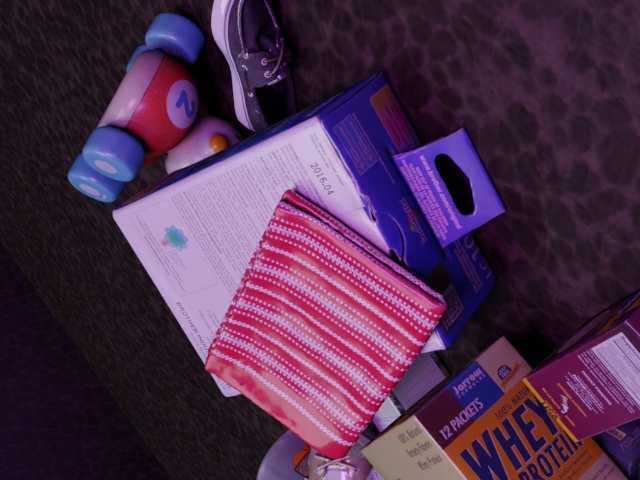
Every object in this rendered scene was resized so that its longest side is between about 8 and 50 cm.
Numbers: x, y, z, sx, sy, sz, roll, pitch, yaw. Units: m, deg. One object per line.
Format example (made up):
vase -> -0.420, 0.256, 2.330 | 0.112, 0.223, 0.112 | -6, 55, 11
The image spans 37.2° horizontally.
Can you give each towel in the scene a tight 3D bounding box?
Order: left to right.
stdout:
towel -> -0.007, 0.099, 0.986 | 0.199, 0.031, 0.275 | 35, 131, 9

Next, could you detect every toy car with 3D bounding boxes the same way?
toy car -> -0.171, -0.132, 1.262 | 0.238, 0.219, 0.210 | 29, 158, -16

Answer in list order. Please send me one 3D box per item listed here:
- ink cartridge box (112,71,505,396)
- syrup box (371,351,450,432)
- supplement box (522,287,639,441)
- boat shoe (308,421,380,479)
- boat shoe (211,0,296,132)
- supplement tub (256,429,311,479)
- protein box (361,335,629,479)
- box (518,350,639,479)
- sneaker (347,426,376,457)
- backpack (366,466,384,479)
ink cartridge box -> 0.000, 0.000, 1.036 | 0.395, 0.151, 0.270 | -19, 106, 41
syrup box -> 0.068, 0.135, 1.246 | 0.237, 0.093, 0.096 | 55, 155, -2
supplement box -> 0.276, 0.101, 0.843 | 0.081, 0.104, 0.188 | 50, 154, 8
boat shoe -> 0.027, 0.316, 1.337 | 0.113, 0.302, 0.103 | -4, 131, 13
boat shoe -> -0.064, -0.199, 1.079 | 0.076, 0.080, 0.228 | 33, 149, 25
supplement tub -> 0.068, 0.421, 1.469 | 0.338, 0.207, 0.207 | 17, 136, 51
protein box -> 0.178, 0.242, 1.005 | 0.201, 0.136, 0.200 | 50, 156, 9
box -> 0.286, 0.255, 1.068 | 0.183, 0.059, 0.232 | 29, 145, 42
sneaker -> -0.001, 0.192, 1.279 | 0.222, 0.118, 0.083 | 34, 147, -2
backpack -> 0.148, 0.330, 1.236 | 0.182, 0.115, 0.152 | 24, -177, 23
